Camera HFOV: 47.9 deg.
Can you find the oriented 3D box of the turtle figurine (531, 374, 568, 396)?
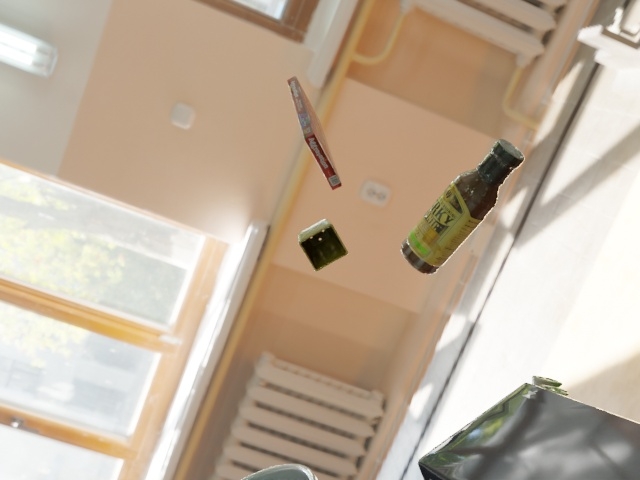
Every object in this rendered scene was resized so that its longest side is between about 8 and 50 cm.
[{"bbox_3d":[0.559,0.480,1.729,0.274,0.197,0.267,17,98,39],"label":"turtle figurine"}]

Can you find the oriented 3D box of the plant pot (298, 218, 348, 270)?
[{"bbox_3d":[0.000,0.000,1.543,0.081,0.081,0.083,-29,25,3],"label":"plant pot"}]

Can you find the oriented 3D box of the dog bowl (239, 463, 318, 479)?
[{"bbox_3d":[-0.098,0.431,0.986,0.264,0.104,0.265,-29,7,4],"label":"dog bowl"}]

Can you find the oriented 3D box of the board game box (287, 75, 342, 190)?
[{"bbox_3d":[-0.015,-0.242,1.590,0.027,0.145,0.281,-25,38,7],"label":"board game box"}]

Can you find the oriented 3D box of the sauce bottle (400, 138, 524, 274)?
[{"bbox_3d":[0.313,-0.074,1.596,0.344,0.111,0.111,-54,17,28],"label":"sauce bottle"}]

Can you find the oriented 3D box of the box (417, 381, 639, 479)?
[{"bbox_3d":[0.301,0.354,0.712,0.343,0.178,0.313,9,122,62],"label":"box"}]
